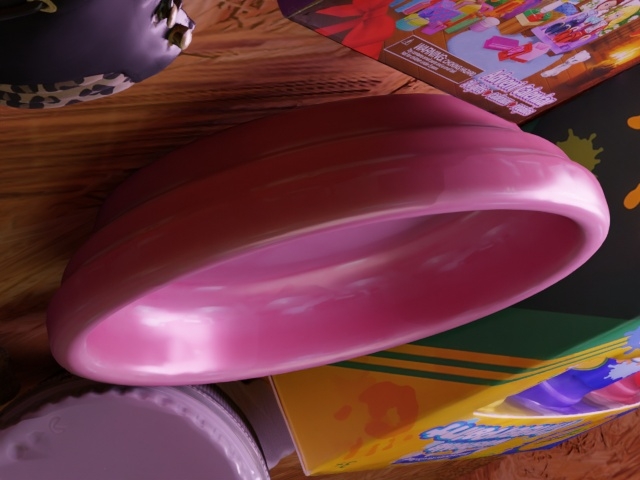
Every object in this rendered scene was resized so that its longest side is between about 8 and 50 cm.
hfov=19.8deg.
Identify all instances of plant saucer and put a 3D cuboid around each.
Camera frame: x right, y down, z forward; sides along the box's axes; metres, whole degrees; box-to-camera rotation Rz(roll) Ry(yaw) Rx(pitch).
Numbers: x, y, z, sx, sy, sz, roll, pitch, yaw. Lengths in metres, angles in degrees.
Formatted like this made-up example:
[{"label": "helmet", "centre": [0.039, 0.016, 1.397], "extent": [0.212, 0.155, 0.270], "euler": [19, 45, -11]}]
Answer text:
[{"label": "plant saucer", "centre": [0.000, 0.000, 1.076], "extent": [0.332, 0.084, 0.332], "euler": [-12, 164, -3]}]

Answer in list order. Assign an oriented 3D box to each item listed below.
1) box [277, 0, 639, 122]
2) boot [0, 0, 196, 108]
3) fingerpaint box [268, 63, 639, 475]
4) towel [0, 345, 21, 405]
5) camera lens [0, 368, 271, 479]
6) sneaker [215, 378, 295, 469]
[{"label": "box", "centre": [0.119, -0.139, 0.833], "extent": [0.201, 0.057, 0.293], "euler": [-27, 165, 20]}, {"label": "boot", "centre": [-0.056, -0.116, 0.626], "extent": [0.236, 0.085, 0.178], "euler": [-15, 168, 5]}, {"label": "fingerpaint box", "centre": [0.217, 0.034, 1.394], "extent": [0.371, 0.163, 0.445], "euler": [-28, 164, 25]}, {"label": "towel", "centre": [-0.281, 0.110, 1.257], "extent": [0.148, 0.027, 0.110], "euler": [-18, 165, -10]}, {"label": "camera lens", "centre": [-0.140, 0.194, 1.279], "extent": [0.219, 0.219, 0.274], "euler": [-20, -179, -3]}, {"label": "sneaker", "centre": [-0.118, 0.181, 1.583], "extent": [0.147, 0.105, 0.296], "euler": [-27, 169, 5]}]
